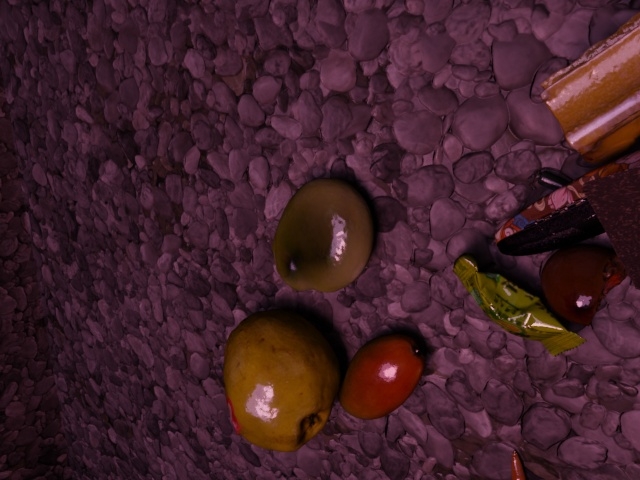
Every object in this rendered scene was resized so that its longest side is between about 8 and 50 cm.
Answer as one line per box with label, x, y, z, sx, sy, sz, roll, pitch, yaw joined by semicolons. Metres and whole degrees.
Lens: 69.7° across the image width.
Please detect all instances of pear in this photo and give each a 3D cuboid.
pear;-0.107;0.309;1.108;0.375;0.287;0.288;51;132;46

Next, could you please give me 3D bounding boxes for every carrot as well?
carrot;0.421;0.540;0.954;0.048;0.048;0.217;-11;94;36

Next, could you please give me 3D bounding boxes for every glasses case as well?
glasses case;0.398;-0.050;0.676;0.321;0.122;0.082;-41;61;56

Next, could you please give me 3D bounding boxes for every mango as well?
mango;0.126;0.318;1.032;0.146;0.129;0.289;39;131;19

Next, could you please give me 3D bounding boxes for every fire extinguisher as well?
fire extinguisher;0.395;-0.099;0.771;0.083;0.025;0.038;30;83;23

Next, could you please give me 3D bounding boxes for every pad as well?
pad;0.497;-0.022;0.590;0.219;0.330;0.004;-18;50;36

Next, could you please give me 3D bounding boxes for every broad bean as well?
broad bean;0.000;0.000;1.016;0.238;0.119;0.291;50;124;22

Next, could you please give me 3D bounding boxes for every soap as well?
soap;0.433;-0.221;0.561;0.281;0.259;0.143;-33;80;35

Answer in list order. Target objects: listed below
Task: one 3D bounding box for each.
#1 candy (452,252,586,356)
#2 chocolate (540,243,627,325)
candy;0.337;0.119;0.819;0.246;0.149;0.069;35;82;15
chocolate;0.423;0.072;0.740;0.127;0.133;0.124;-4;99;33
